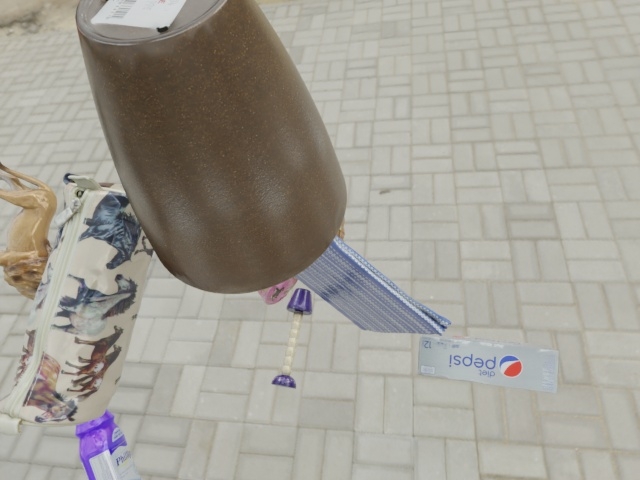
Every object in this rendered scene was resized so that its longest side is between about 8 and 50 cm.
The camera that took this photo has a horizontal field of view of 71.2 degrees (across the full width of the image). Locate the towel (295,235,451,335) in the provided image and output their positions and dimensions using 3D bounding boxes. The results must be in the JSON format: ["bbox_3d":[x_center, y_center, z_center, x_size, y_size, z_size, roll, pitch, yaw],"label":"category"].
[{"bbox_3d":[0.064,0.091,0.831,0.243,0.336,0.040,38,72,-7],"label":"towel"}]

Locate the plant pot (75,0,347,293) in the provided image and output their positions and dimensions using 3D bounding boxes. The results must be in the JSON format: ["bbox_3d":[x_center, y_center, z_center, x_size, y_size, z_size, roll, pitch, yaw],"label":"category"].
[{"bbox_3d":[-0.094,-0.099,0.384,0.215,0.231,0.216,-4,58,7],"label":"plant pot"}]

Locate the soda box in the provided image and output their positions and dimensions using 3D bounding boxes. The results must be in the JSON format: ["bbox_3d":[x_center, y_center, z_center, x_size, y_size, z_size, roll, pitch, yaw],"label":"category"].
[{"bbox_3d":[0.368,0.269,1.003,0.285,0.098,0.091,3,85,17],"label":"soda box"}]

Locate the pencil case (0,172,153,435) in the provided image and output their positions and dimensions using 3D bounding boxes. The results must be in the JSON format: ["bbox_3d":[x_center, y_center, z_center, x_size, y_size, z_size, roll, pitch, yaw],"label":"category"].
[{"bbox_3d":[-0.393,0.100,0.741,0.159,0.183,0.411,11,84,27],"label":"pencil case"}]

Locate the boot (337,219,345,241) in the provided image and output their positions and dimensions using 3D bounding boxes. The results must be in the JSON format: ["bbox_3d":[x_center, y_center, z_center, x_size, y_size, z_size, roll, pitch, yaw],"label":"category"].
[{"bbox_3d":[0.000,0.000,1.308,0.108,0.283,0.221,3,78,32],"label":"boot"}]

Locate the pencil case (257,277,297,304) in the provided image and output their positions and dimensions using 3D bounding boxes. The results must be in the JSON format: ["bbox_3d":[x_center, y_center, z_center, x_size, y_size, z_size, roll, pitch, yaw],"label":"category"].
[{"bbox_3d":[-0.242,0.046,1.517,0.386,0.167,0.160,42,110,22],"label":"pencil case"}]

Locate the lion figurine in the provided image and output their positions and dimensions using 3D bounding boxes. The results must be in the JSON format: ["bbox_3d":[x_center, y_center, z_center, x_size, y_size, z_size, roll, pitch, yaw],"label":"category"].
[{"bbox_3d":[-0.809,-0.027,1.240,0.239,0.142,0.393,7,93,-18],"label":"lion figurine"}]

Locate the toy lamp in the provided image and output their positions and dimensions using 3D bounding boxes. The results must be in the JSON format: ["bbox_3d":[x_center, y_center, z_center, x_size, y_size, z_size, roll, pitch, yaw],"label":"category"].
[{"bbox_3d":[-0.074,0.272,1.265,0.080,0.080,0.275,3,69,16],"label":"toy lamp"}]

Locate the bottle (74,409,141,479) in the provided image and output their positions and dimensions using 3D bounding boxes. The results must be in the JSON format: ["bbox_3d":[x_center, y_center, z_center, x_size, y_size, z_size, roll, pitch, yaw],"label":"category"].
[{"bbox_3d":[-0.521,0.513,1.083,0.092,0.118,0.283,-23,83,-6],"label":"bottle"}]
